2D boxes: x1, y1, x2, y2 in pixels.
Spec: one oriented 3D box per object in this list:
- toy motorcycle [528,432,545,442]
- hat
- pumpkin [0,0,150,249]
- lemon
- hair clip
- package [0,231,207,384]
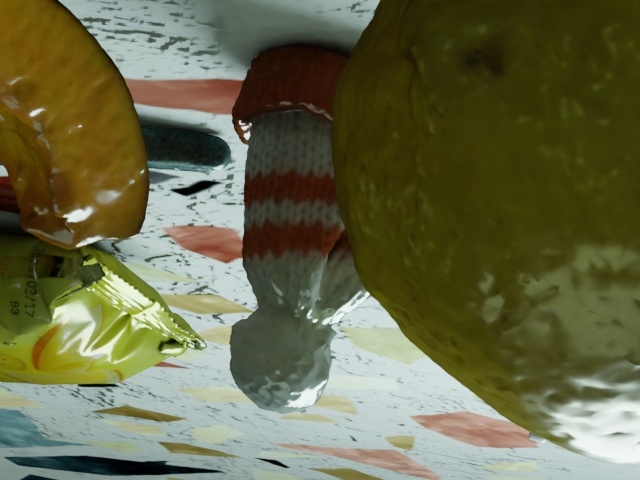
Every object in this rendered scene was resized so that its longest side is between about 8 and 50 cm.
[{"bbox_3d":[0.178,0.073,1.122,0.171,0.110,0.260,18,159,4],"label":"toy motorcycle"},{"bbox_3d":[0.000,0.000,0.837,0.112,0.162,0.093,17,164,-19],"label":"hat"},{"bbox_3d":[-0.210,-0.103,0.680,0.258,0.095,0.290,15,166,12],"label":"pumpkin"},{"bbox_3d":[0.110,-0.024,0.640,0.204,0.204,0.260,-4,160,32],"label":"lemon"},{"bbox_3d":[-0.163,-0.048,0.955,0.229,0.039,0.070,3,166,9],"label":"hair clip"},{"bbox_3d":[-0.202,0.043,1.183,0.226,0.090,0.168,-1,161,27],"label":"package"}]
